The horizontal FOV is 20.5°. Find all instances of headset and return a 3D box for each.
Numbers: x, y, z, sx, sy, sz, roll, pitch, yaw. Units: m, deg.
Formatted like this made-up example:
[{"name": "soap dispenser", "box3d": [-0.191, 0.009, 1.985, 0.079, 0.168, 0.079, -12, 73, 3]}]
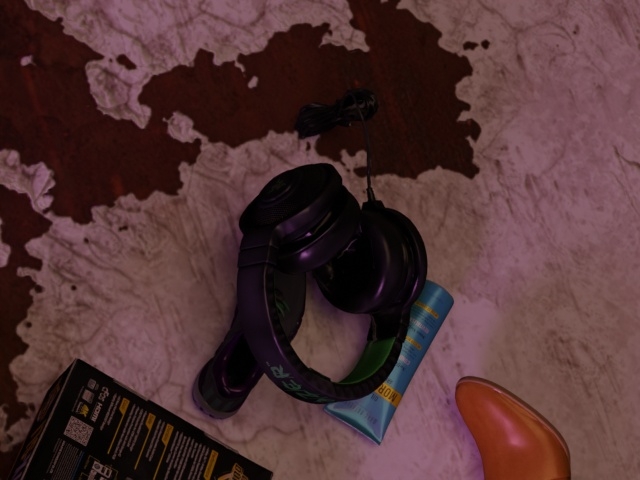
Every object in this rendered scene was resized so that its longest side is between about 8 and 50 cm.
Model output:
[{"name": "headset", "box3d": [0.000, 0.000, 2.081, 0.243, 0.185, 0.394, 33, 60, -39]}]

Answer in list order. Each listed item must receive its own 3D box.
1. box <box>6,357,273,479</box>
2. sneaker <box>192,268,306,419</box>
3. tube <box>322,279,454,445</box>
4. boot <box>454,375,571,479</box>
[{"name": "box", "box3d": [-0.205, 0.306, 1.814, 0.257, 0.079, 0.322, 33, 40, -14]}, {"name": "sneaker", "box3d": [-0.065, 0.105, 2.055, 0.083, 0.098, 0.223, 31, 63, -8]}, {"name": "tube", "box3d": [0.088, 0.142, 2.135, 0.080, 0.052, 0.207, 32, 68, 4]}, {"name": "boot", "box3d": [0.217, 0.325, 2.084, 0.295, 0.104, 0.211, 47, 62, -5]}]
